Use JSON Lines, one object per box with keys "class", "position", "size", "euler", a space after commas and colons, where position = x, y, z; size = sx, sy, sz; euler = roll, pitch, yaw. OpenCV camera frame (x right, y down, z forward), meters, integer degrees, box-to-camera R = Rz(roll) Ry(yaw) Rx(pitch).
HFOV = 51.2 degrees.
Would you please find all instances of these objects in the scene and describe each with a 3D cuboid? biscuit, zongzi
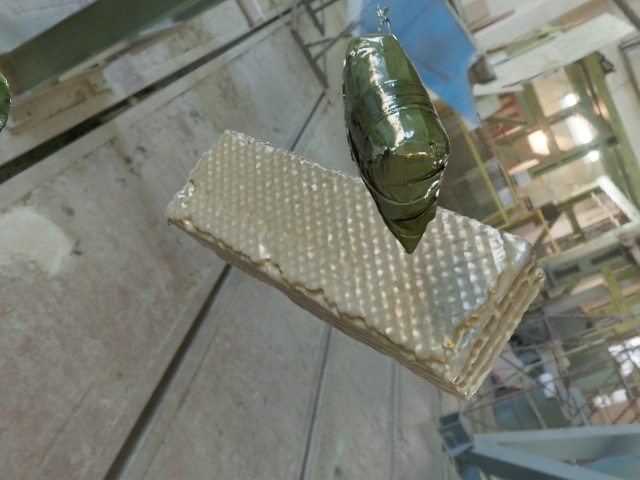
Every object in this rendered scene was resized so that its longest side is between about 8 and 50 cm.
{"class": "biscuit", "position": [0.000, 0.000, 0.665], "size": [0.426, 0.144, 0.078], "euler": [27, -13, 43]}
{"class": "zongzi", "position": [0.045, -0.081, 0.486], "size": [0.130, 0.062, 0.154], "euler": [77, -2, -60]}

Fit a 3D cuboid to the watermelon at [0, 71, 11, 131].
{"class": "watermelon", "position": [-0.395, -0.154, 0.724], "size": [0.106, 0.105, 0.062], "euler": [65, 10, -3]}
